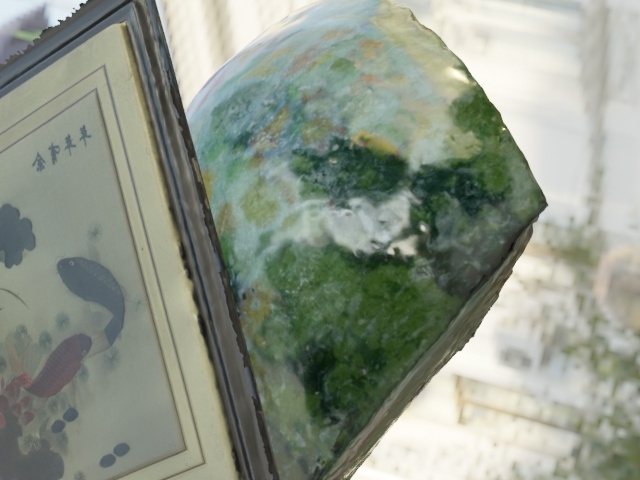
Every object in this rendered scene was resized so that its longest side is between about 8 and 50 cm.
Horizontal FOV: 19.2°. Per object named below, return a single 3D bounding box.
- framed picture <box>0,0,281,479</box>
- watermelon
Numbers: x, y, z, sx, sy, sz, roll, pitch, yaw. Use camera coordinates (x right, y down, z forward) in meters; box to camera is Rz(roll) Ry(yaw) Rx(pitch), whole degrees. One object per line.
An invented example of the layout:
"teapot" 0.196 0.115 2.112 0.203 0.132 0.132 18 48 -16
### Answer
"framed picture" -0.101 0.027 0.685 0.010 0.195 0.199 -2 -108 -47
"watermelon" 0.000 0.000 0.916 0.256 0.260 0.176 -36 -15 27
